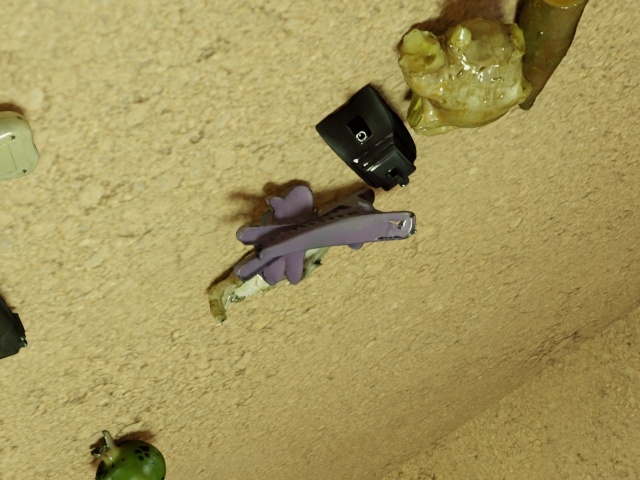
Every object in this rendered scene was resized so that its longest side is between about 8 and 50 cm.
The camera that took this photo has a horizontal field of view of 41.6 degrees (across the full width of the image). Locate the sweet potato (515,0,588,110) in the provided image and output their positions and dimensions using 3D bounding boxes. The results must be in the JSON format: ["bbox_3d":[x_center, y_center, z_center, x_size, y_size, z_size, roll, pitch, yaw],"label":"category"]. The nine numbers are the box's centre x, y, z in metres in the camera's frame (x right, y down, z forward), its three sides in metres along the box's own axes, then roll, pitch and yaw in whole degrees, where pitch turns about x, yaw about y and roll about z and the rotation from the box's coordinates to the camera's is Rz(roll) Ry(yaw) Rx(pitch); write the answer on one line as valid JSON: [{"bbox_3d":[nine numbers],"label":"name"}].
[{"bbox_3d":[0.269,-0.249,1.031,0.077,0.077,0.244,-25,160,-13],"label":"sweet potato"}]

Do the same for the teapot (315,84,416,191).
[{"bbox_3d":[0.072,-0.108,1.024,0.087,0.096,0.177,-38,152,10],"label":"teapot"}]

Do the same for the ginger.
[{"bbox_3d":[0.169,-0.193,0.982,0.157,0.102,0.216,-7,159,9],"label":"ginger"}]

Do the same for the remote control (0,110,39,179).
[{"bbox_3d":[-0.317,-0.074,0.756,0.122,0.032,0.074,-21,150,-19],"label":"remote control"}]

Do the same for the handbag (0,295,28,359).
[{"bbox_3d":[-0.451,0.118,0.879,0.246,0.080,0.223,-26,152,-10],"label":"handbag"}]

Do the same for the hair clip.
[{"bbox_3d":[-0.006,-0.006,1.099,0.278,0.090,0.137,-10,120,-35],"label":"hair clip"}]

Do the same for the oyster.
[{"bbox_3d":[-0.070,0.027,1.166,0.199,0.061,0.106,-23,130,-21],"label":"oyster"}]

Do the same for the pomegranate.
[{"bbox_3d":[-0.329,0.378,1.406,0.122,0.122,0.161,-33,115,2],"label":"pomegranate"}]
